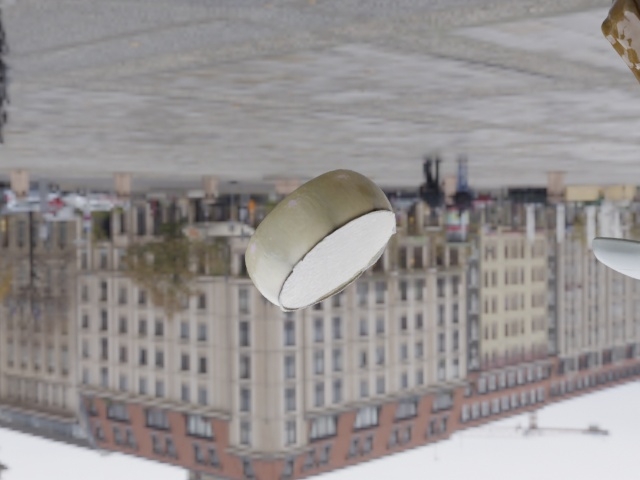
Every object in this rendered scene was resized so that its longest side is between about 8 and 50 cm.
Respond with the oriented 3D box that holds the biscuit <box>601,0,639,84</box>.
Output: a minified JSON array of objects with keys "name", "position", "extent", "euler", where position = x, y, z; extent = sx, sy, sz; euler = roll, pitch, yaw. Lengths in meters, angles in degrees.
[{"name":"biscuit","position":[0.203,-0.087,0.448],"extent":[0.182,0.215,0.034],"euler":[10,150,-10]}]

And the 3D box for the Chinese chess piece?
[{"name":"Chinese chess piece","position":[0.000,0.000,0.799],"extent":[0.122,0.051,0.122],"euler":[-33,157,-16]}]

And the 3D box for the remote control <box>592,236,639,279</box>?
[{"name":"remote control","position":[0.272,0.022,0.798],"extent":[0.050,0.027,0.184],"euler":[11,180,45]}]
